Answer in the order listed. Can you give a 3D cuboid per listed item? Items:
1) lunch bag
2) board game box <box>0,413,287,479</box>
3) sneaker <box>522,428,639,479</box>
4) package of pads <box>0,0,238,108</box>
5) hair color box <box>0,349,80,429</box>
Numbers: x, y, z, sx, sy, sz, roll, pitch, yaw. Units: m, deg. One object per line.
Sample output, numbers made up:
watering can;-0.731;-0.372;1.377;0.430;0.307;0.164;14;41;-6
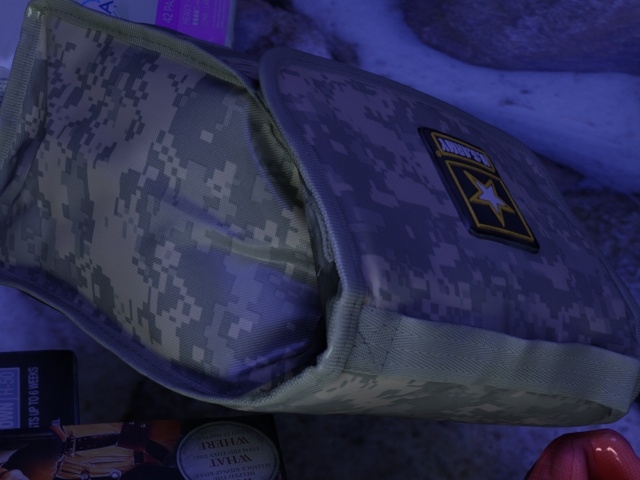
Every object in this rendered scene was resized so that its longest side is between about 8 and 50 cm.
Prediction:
lunch bag;0.000;0.000;0.663;0.235;0.169;0.287;14;7;-47
board game box;-0.125;0.146;0.525;0.243;0.042;0.165;-2;40;-13
sneaker;0.179;0.217;0.610;0.116;0.136;0.314;-20;51;-26
package of pads;-0.174;-0.172;0.970;0.229;0.101;0.296;5;44;-6
hair color box;-0.295;0.159;0.603;0.374;0.113;0.185;-2;45;-11
